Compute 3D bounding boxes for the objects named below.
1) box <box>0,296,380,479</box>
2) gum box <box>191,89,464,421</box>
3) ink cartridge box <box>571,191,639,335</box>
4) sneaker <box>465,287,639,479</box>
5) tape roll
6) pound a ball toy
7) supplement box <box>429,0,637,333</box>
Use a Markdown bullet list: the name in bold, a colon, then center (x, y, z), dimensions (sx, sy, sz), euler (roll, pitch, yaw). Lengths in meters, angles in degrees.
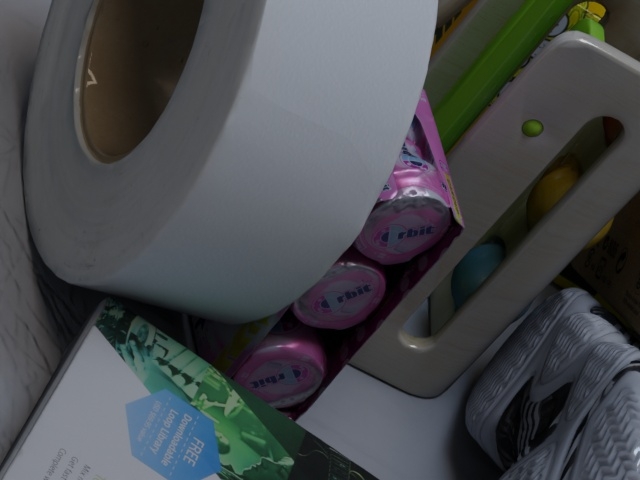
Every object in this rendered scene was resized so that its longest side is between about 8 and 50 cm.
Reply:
- **box**: center (-0.022, 0.193, 0.908), dimensions (0.322, 0.058, 0.232), euler (36, 35, -9)
- **gum box**: center (0.000, 0.000, 1.026), dimensions (0.062, 0.188, 0.107), euler (16, 41, -30)
- **ink cartridge box**: center (0.274, 0.034, 1.132), dimensions (0.193, 0.088, 0.234), euler (21, 8, -8)
- **sneaker**: center (0.196, 0.154, 1.017), dimensions (0.210, 0.137, 0.366), euler (38, 11, -7)
- **tape roll**: center (-0.057, -0.102, 1.005), dimensions (0.100, 0.286, 0.286), euler (15, 42, -29)
- **pound a ball toy**: center (0.129, -0.078, 1.117), dimensions (0.136, 0.319, 0.208), euler (26, 37, -19)
- **supplement box**: center (0.232, -0.082, 1.325), dimensions (0.357, 0.194, 0.195), euler (31, 36, -12)
